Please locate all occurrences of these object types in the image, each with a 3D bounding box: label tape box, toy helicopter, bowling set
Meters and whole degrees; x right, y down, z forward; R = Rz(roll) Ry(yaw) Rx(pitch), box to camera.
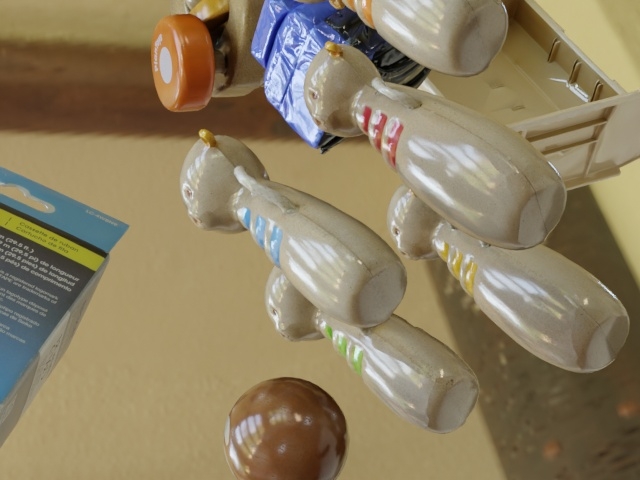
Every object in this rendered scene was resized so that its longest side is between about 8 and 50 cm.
[{"bbox_3d":[-0.367,0.053,1.593,0.249,0.347,0.115,25,-59,1],"label":"label tape box"},{"bbox_3d":[-0.080,-0.296,1.399,0.140,0.235,0.355,-6,-54,-23],"label":"toy helicopter"},{"bbox_3d":[0.000,0.000,0.721,0.200,0.154,0.287,-42,-42,-14],"label":"bowling set"}]

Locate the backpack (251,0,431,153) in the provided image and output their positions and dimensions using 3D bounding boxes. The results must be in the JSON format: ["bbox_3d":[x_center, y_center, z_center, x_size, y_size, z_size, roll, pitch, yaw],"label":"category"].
[{"bbox_3d":[0.025,-0.136,1.050,0.120,0.101,0.098,-32,-13,-31],"label":"backpack"}]

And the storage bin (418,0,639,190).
[{"bbox_3d":[0.180,-0.171,1.693,0.260,0.262,0.123,-16,-41,-27],"label":"storage bin"}]
